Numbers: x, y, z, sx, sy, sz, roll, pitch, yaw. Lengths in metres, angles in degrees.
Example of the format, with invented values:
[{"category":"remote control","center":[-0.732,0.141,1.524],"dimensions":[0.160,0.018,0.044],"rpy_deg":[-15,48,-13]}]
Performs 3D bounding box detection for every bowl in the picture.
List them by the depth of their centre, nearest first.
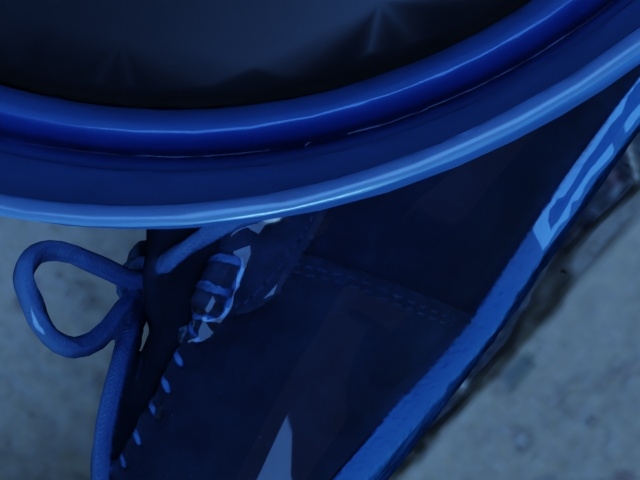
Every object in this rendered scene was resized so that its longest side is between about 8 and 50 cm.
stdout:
[{"category":"bowl","center":[-0.038,-0.197,0.481],"dimensions":[0.391,0.077,0.391],"rpy_deg":[0,89,5]}]

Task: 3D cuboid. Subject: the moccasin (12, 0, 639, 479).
[{"category":"moccasin","center":[0.000,0.000,0.574],"dimensions":[0.117,0.138,0.342],"rpy_deg":[36,85,6]}]
